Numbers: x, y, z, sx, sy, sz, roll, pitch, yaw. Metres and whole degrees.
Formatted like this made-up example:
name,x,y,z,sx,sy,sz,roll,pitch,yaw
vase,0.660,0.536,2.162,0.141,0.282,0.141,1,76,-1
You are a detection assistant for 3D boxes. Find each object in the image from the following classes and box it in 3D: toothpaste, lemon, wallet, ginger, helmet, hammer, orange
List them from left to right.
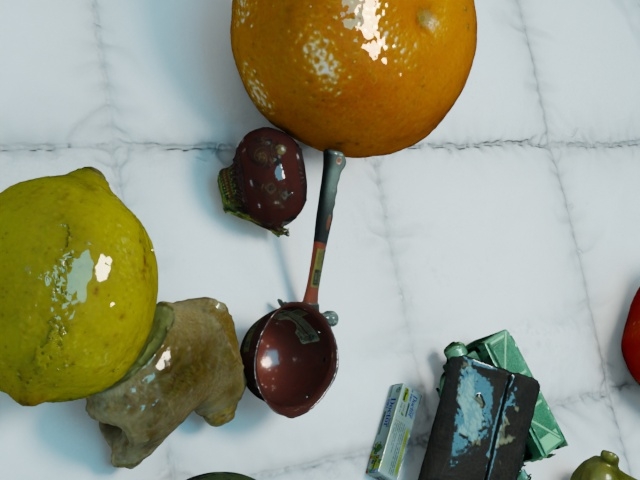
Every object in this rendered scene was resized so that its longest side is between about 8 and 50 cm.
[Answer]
name,x,y,z,sx,sy,sz,roll,pitch,yaw
lemon,-0.328,0.055,1.355,0.258,0.258,0.310,20,73,-33
ginger,-0.201,0.195,1.501,0.276,0.130,0.221,-58,134,-23
helmet,-0.065,0.183,1.623,0.155,0.106,0.175,33,58,-33
hammer,0.000,0.000,1.702,0.111,0.033,0.288,1,103,-39
orange,0.046,-0.337,1.741,0.424,0.326,0.424,-5,98,-42
toothpaste,0.121,0.315,1.777,0.046,0.034,0.164,35,57,-25
wallet,0.250,0.359,1.774,0.170,0.044,0.321,18,83,-13

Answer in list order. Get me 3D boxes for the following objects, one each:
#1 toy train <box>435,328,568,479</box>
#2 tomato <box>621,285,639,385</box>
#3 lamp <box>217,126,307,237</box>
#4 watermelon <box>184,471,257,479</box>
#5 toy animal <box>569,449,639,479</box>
name,x,y,z,sx,sy,sz,roll,pitch,yaw
toy train,0.300,0.288,1.886,0.154,0.115,0.269,-26,87,-42
tomato,0.755,0.184,2.162,0.293,0.290,0.325,38,57,-21
lamp,-0.089,-0.095,1.681,0.135,0.156,0.157,-5,62,3
watermelon,-0.138,0.409,1.428,0.212,0.212,0.212,13,68,-35
toy animal,0.492,0.555,1.901,0.181,0.180,0.363,32,57,-19
